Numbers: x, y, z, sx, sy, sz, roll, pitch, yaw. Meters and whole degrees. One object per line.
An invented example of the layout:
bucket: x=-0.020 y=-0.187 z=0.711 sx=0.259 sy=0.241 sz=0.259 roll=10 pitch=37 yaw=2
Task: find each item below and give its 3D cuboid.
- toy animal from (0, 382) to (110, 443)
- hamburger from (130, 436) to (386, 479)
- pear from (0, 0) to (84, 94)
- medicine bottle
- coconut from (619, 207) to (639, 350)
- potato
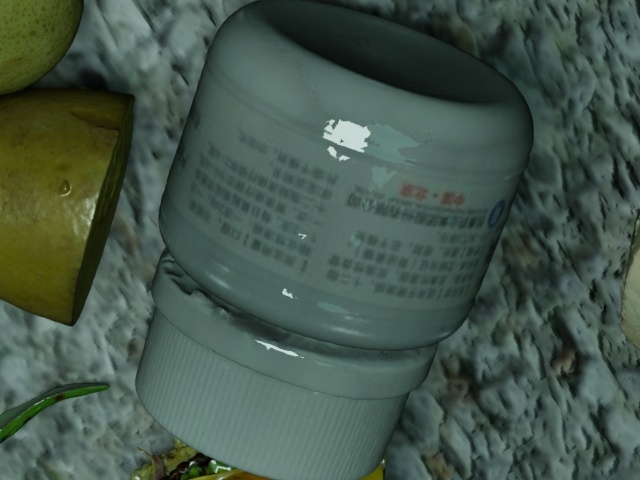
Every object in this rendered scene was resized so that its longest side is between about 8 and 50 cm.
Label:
toy animal: x=-0.274 y=0.136 z=1.530 sx=0.217 sy=0.041 sz=0.075 roll=-28 pitch=116 yaw=-10
hamburger: x=-0.052 y=0.257 z=1.582 sx=0.243 sy=0.138 sz=0.261 roll=-5 pitch=110 yaw=-13
pear: x=-0.239 y=-0.178 z=1.361 sx=0.137 sy=0.167 sz=0.167 roll=-21 pitch=116 yaw=-37
medicine bottle: x=0.000 y=0.000 z=1.450 sx=0.245 sy=0.245 sz=0.306 roll=13 pitch=111 yaw=-20
coconut: x=0.357 y=0.026 z=1.576 sx=0.239 sy=0.244 sz=0.239 roll=-27 pitch=143 yaw=-23
potato: x=-0.224 y=-0.038 z=1.410 sx=0.158 sy=0.203 sz=0.178 roll=13 pitch=108 yaw=-6
